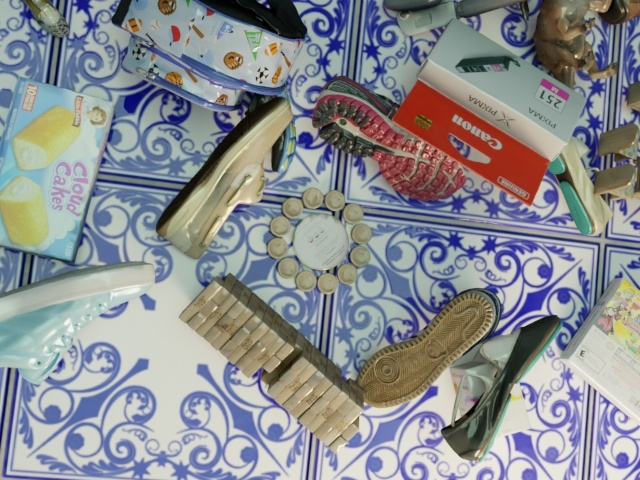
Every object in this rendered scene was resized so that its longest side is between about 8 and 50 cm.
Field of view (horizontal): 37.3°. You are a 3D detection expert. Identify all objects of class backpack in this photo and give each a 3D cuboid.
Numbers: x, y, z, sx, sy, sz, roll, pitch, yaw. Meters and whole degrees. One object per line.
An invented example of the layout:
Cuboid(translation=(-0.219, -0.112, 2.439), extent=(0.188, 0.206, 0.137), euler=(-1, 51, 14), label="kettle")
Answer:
Cuboid(translation=(-0.164, -0.317, 1.477), extent=(0.263, 0.276, 0.213), euler=(23, 113, 13), label="backpack")

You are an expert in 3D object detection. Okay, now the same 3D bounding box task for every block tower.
Cuboid(translation=(-0.069, 0.192, 1.543), extent=(0.335, 0.097, 0.091), euler=(42, 101, -7), label="block tower")

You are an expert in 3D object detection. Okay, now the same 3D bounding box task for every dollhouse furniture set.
Cuboid(translation=(0.625, -0.170, 1.665), extent=(0.212, 0.161, 0.242), euler=(16, 74, -25), label="dollhouse furniture set")

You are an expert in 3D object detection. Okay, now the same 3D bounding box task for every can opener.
Cuboid(translation=(0.250, -0.416, 1.614), extent=(0.280, 0.093, 0.074), euler=(-10, 92, 24), label="can opener")

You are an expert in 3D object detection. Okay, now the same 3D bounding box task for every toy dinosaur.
Cuboid(translation=(0.418, -0.377, 1.680), extent=(0.127, 0.200, 0.296), euler=(-25, 123, -36), label="toy dinosaur")

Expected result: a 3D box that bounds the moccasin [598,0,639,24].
Cuboid(translation=(0.498, -0.582, 1.709), extent=(0.147, 0.139, 0.380), euler=(-36, 94, -13), label="moccasin")

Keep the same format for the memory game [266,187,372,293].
Cuboid(translation=(0.000, 0.000, 1.625), extent=(0.186, 0.012, 0.186), euler=(1, 85, -12), label="memory game")

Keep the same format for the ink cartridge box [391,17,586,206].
Cuboid(translation=(0.284, -0.218, 1.576), extent=(0.275, 0.060, 0.239), euler=(32, 53, 0), label="ink cartridge box")

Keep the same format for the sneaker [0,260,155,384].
Cuboid(translation=(-0.422, 0.138, 1.477), extent=(0.366, 0.135, 0.150), euler=(-17, 97, -4), label="sneaker")

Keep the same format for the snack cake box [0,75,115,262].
Cuboid(translation=(-0.433, -0.108, 1.505), extent=(0.152, 0.089, 0.264), euler=(14, 83, -9), label="snack cake box")

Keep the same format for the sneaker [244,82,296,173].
Cuboid(translation=(-0.086, -0.205, 1.605), extent=(0.078, 0.067, 0.188), euler=(-11, 90, 9), label="sneaker")

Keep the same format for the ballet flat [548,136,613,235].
Cuboid(translation=(0.452, -0.128, 1.694), extent=(0.086, 0.086, 0.248), euler=(-31, 101, -12), label="ballet flat")

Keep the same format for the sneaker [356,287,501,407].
Cuboid(translation=(0.193, 0.180, 1.612), extent=(0.282, 0.153, 0.099), euler=(-40, 81, 20), label="sneaker")

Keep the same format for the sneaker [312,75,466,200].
Cuboid(translation=(0.129, -0.179, 1.619), extent=(0.299, 0.121, 0.112), euler=(34, 40, -17), label="sneaker")

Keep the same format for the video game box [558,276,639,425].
Cuboid(translation=(0.560, 0.201, 1.706), extent=(0.205, 0.048, 0.187), euler=(40, 81, -6), label="video game box")

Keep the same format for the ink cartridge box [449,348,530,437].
Cuboid(translation=(0.286, 0.259, 1.622), extent=(0.090, 0.092, 0.143), euler=(-14, 87, -12), label="ink cartridge box")

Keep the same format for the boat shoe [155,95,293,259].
Cuboid(translation=(-0.139, -0.102, 1.546), extent=(0.098, 0.109, 0.302), euler=(40, 94, -18), label="boat shoe")

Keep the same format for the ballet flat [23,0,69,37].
Cuboid(translation=(-0.456, -0.380, 1.547), extent=(0.041, 0.041, 0.114), euler=(-41, 94, -12), label="ballet flat")

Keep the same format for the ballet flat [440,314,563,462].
Cuboid(translation=(0.286, 0.222, 1.534), extent=(0.096, 0.095, 0.280), euler=(32, 80, 7), label="ballet flat")
